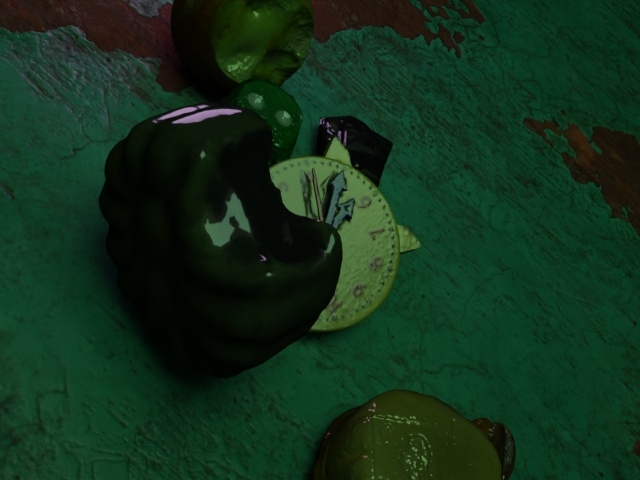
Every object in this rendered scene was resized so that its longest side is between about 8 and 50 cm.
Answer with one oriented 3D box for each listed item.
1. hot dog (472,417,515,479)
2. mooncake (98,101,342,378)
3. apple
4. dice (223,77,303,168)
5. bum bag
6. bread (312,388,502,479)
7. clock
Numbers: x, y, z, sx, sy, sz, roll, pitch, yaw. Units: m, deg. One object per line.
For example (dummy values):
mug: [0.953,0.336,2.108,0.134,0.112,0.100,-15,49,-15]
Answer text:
hot dog: [0.262,0.341,1.335,0.090,0.060,0.140,33,52,-4]
mooncake: [-0.147,0.002,1.119,0.187,0.351,0.351,-28,78,-38]
apple: [-0.127,-0.374,1.452,0.246,0.226,0.246,14,55,-21]
dice: [-0.109,-0.176,1.397,0.120,0.128,0.131,26,48,-18]
bum bag: [0.049,-0.088,1.464,0.144,0.095,0.340,13,52,-5]
bread: [0.127,0.338,1.194,0.270,0.148,0.270,18,48,-21]
clock: [0.000,0.000,1.319,0.277,0.071,0.293,46,69,-7]
